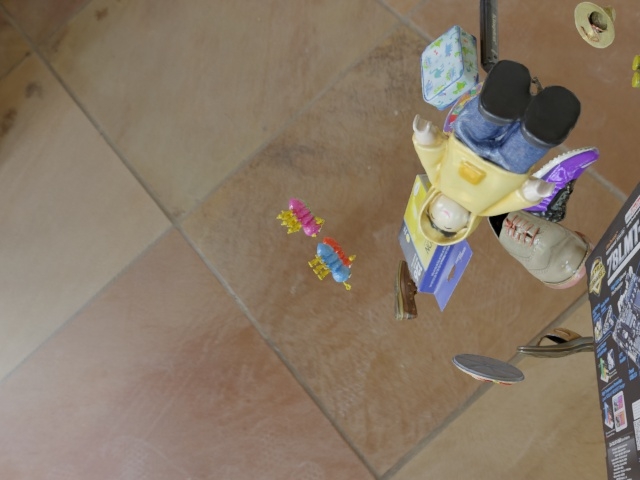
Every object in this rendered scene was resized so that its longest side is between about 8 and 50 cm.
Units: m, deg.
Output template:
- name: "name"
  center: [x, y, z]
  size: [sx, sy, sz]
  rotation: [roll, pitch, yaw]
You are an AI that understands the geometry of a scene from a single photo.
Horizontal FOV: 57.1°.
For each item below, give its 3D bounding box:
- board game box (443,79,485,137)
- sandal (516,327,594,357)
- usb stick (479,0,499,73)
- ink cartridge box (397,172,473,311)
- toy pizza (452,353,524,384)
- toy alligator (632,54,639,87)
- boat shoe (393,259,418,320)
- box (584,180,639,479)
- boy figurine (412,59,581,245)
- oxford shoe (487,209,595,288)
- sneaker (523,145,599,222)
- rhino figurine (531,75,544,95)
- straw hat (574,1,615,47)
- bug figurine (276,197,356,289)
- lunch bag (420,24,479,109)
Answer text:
- name: "board game box"
  center: [0.296, -0.201, 1.017]
  size: [0.133, 0.168, 0.033]
  rotation: [-57, 38, 34]
- name: "sandal"
  center: [0.533, 0.215, 1.269]
  size: [0.219, 0.090, 0.060]
  rotation: [-13, 67, 15]
- name: "usb stick"
  center: [0.507, -0.639, 1.769]
  size: [0.045, 0.077, 0.278]
  rotation: [-7, 74, 39]
- name: "ink cartridge box"
  center: [0.331, 0.011, 1.779]
  size: [0.072, 0.304, 0.307]
  rotation: [-4, 51, -12]
- name: "toy pizza"
  center: [0.470, 0.367, 1.658]
  size: [0.201, 0.201, 0.032]
  rotation: [12, 97, 17]
- name: "toy alligator"
  center: [0.626, -0.346, 1.108]
  size: [0.056, 0.051, 0.190]
  rotation: [9, 69, 12]
- name: "boat shoe"
  center: [0.229, 0.134, 1.575]
  size: [0.060, 0.064, 0.178]
  rotation: [4, 55, -1]
- name: "box"
  center: [0.334, 0.090, 0.549]
  size: [0.073, 0.295, 0.293]
  rotation: [4, 63, 8]
- name: "boy figurine"
  center: [0.181, -0.087, 0.703]
  size: [0.177, 0.285, 0.092]
  rotation: [32, 64, 4]
- name: "oxford shoe"
  center: [0.433, 0.005, 1.206]
  size: [0.130, 0.348, 0.123]
  rotation: [29, 96, -8]
- name: "sneaker"
  center: [0.619, -0.126, 1.550]
  size: [0.293, 0.102, 0.146]
  rotation: [-38, 74, 39]
- name: "rhino figurine"
  center: [0.605, -0.396, 1.762]
  size: [0.243, 0.073, 0.106]
  rotation: [-37, 85, -28]
- name: "straw hat"
  center: [0.747, -0.588, 1.561]
  size: [0.061, 0.144, 0.144]
  rotation: [-38, 69, -2]
- name: "bug figurine"
  center: [0.000, 0.000, 1.245]
  size: [0.072, 0.279, 0.216]
  rotation: [-37, 92, 5]
- name: "lunch bag"
  center: [0.380, -0.511, 1.750]
  size: [0.176, 0.090, 0.219]
  rotation: [-31, 48, 46]
